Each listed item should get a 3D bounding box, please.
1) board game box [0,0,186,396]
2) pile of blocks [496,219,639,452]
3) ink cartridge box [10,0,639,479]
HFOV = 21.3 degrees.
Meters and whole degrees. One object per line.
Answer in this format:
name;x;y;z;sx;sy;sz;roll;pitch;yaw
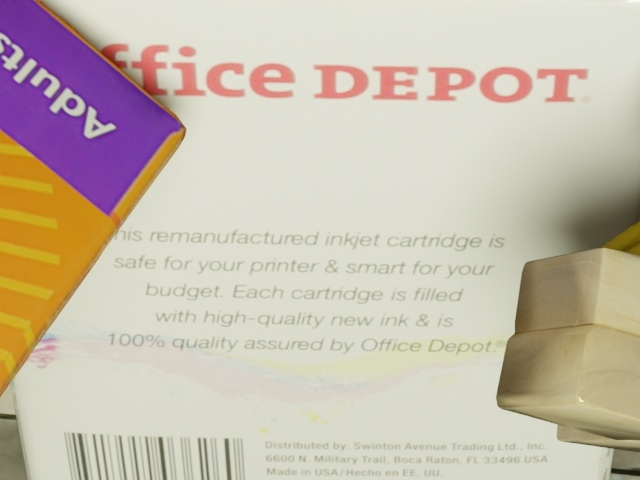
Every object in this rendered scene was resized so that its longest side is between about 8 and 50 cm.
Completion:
board game box;-0.328;0.045;0.458;0.356;0.356;0.356;40;134;-10
pile of blocks;0.179;-0.050;0.533;0.149;0.362;0.113;65;156;-4
ink cartridge box;0.000;0.000;0.635;0.226;0.131;0.306;2;130;1
